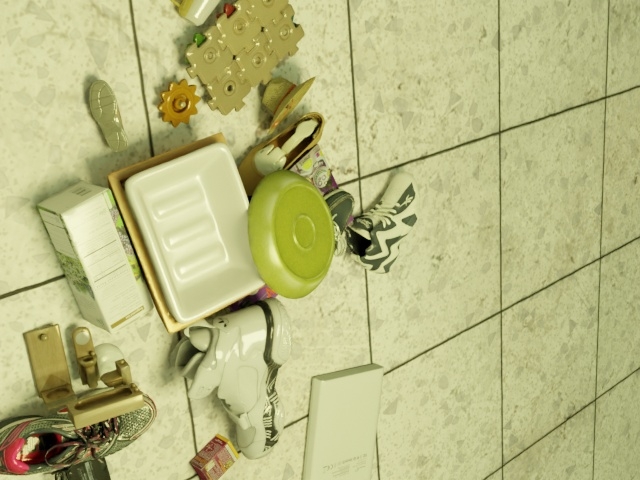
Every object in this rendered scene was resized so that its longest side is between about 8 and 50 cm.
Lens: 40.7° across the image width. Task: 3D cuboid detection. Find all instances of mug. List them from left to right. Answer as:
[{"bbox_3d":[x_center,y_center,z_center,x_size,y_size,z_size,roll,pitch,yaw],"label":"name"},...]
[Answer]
[{"bbox_3d":[-0.220,-0.412,1.496,0.064,0.078,0.062,-62,166,1],"label":"mug"}]

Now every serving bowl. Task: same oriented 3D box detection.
[{"bbox_3d":[-0.382,0.227,1.535,0.083,0.027,0.083,-14,112,-39],"label":"serving bowl"}]

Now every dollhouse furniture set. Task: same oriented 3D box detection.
[{"bbox_3d":[-0.389,0.212,1.419,0.144,0.151,0.123,-15,111,-25],"label":"dollhouse furniture set"}]

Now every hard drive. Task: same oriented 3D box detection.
[{"bbox_3d":[0.051,0.449,1.991,0.203,0.040,0.307,-4,104,-42],"label":"hard drive"}]

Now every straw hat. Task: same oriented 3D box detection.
[{"bbox_3d":[-0.078,-0.276,1.649,0.061,0.144,0.144,39,70,0],"label":"straw hat"}]

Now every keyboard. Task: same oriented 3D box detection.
[{"bbox_3d":[-0.430,0.420,1.534,0.108,0.023,0.180,-24,108,-42],"label":"keyboard"}]

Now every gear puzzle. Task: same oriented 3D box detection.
[{"bbox_3d":[-0.172,-0.328,1.569,0.339,0.044,0.175,-49,138,-17],"label":"gear puzzle"}]

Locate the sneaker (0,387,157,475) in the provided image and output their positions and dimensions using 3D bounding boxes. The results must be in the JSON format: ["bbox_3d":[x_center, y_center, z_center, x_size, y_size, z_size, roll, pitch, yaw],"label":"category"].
[{"bbox_3d":[-0.408,0.334,1.456,0.299,0.112,0.120,-14,95,-39],"label":"sneaker"}]

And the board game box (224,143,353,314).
[{"bbox_3d":[-0.090,-0.015,1.728,0.347,0.056,0.208,-45,132,-25],"label":"board game box"}]

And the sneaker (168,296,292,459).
[{"bbox_3d":[-0.181,0.282,1.671,0.210,0.137,0.365,-6,121,-27],"label":"sneaker"}]

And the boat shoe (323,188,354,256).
[{"bbox_3d":[0.000,0.000,1.729,0.254,0.079,0.095,-49,124,-24],"label":"boat shoe"}]

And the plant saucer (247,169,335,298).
[{"bbox_3d":[-0.041,-0.013,1.580,0.241,0.037,0.240,13,74,-53],"label":"plant saucer"}]

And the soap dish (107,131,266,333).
[{"bbox_3d":[-0.228,-0.016,1.508,0.229,0.118,0.290,-27,105,-31],"label":"soap dish"}]

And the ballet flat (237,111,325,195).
[{"bbox_3d":[-0.077,-0.177,1.669,0.080,0.073,0.232,44,62,-2],"label":"ballet flat"}]

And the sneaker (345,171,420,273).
[{"bbox_3d":[0.127,-0.048,1.884,0.153,0.094,0.234,14,102,-53],"label":"sneaker"}]

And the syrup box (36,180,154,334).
[{"bbox_3d":[-0.374,0.029,1.442,0.096,0.093,0.236,-34,123,-32],"label":"syrup box"}]

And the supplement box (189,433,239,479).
[{"bbox_3d":[-0.213,0.443,1.741,0.083,0.043,0.055,-42,127,-28],"label":"supplement box"}]

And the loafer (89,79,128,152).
[{"bbox_3d":[-0.354,-0.209,1.439,0.045,0.039,0.125,-16,113,-3],"label":"loafer"}]
